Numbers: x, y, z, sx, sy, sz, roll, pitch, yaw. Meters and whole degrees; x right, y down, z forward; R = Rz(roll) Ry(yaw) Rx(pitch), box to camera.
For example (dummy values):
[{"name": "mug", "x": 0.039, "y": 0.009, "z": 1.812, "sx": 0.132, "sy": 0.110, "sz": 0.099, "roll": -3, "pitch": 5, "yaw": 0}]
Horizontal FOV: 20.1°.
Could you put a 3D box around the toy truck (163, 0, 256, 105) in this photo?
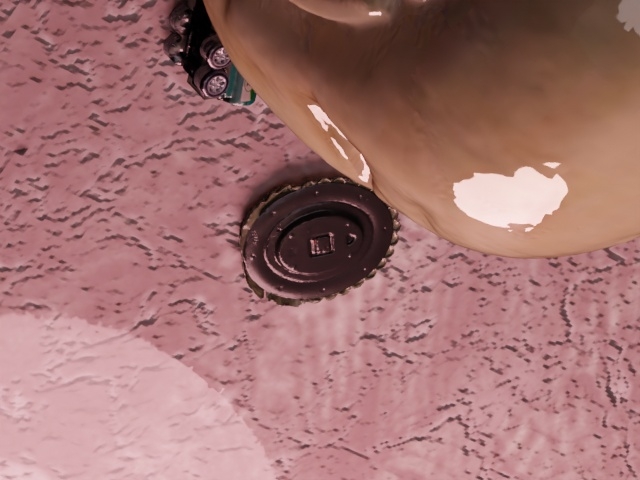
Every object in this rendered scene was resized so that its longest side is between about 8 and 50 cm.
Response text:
[{"name": "toy truck", "x": -0.040, "y": -0.101, "z": 0.800, "sx": 0.044, "sy": 0.039, "sz": 0.083, "roll": -9, "pitch": 127, "yaw": -33}]

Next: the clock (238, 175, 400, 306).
[{"name": "clock", "x": 0.000, "y": 0.000, "z": 0.895, "sx": 0.083, "sy": 0.010, "sz": 0.074, "roll": -11, "pitch": 124, "yaw": -11}]

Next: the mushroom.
[{"name": "mushroom", "x": 0.035, "y": -0.146, "z": 0.611, "sx": 0.336, "sy": 0.314, "sz": 0.314, "roll": 4, "pitch": 121, "yaw": -37}]
